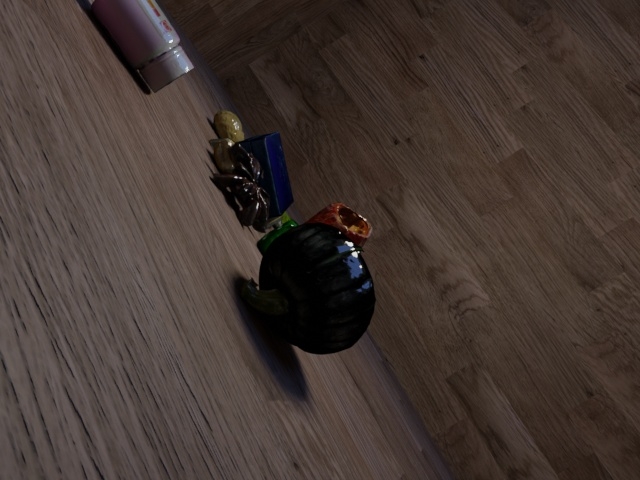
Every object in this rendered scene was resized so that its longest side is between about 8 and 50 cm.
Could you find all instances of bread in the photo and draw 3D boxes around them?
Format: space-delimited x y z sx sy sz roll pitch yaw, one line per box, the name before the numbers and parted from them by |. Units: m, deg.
bread | -0.303 -0.264 1.861 0.106 0.082 0.125 26 49 -66

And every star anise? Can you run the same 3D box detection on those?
star anise | -0.223 -0.152 1.709 0.212 0.129 0.282 -78 145 -76

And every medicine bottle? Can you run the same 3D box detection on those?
medicine bottle | -0.449 -0.519 1.454 0.254 0.152 0.152 57 3 -21

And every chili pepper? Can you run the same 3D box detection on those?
chili pepper | 0.000 0.000 1.898 0.229 0.305 0.251 49 11 4

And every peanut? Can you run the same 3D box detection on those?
peanut | -0.372 -0.457 2.319 0.159 0.109 0.140 57 4 7

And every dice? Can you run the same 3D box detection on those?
dice | -0.105 0.021 1.720 0.130 0.128 0.120 56 2 -11

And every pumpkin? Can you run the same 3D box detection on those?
pumpkin | -0.031 0.114 1.217 0.295 0.296 0.296 58 4 -6

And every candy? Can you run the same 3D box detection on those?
candy | -0.113 -0.021 2.472 0.149 0.069 0.246 -107 171 -57

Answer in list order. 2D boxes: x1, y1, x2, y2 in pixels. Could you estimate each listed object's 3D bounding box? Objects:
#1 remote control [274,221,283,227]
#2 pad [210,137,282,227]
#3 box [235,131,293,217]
remote control | -0.182 -0.098 2.267 0.087 0.029 0.190 -110 175 -57
pad | -0.238 -0.238 2.119 0.375 0.063 0.315 58 16 -4
box | -0.182 -0.226 1.938 0.279 0.116 0.261 -70 148 -75
